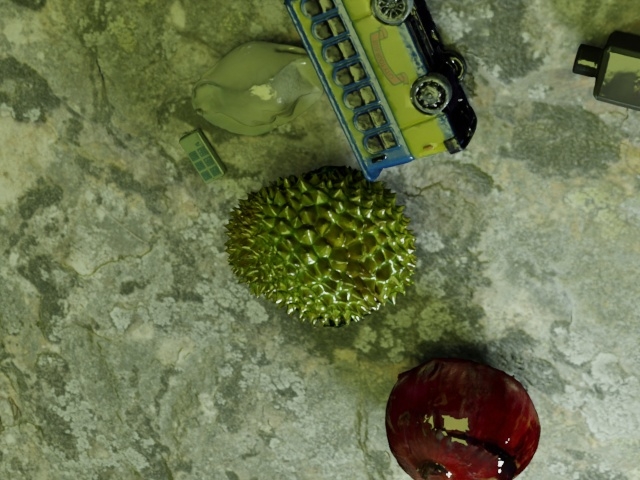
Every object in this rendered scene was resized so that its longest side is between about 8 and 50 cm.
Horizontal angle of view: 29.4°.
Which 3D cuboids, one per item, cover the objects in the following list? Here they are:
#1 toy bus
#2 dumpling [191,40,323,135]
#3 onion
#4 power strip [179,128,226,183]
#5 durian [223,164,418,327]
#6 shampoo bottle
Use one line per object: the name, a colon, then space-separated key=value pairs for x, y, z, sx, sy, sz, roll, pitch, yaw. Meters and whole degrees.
toy bus: x=0.089 y=-0.245 z=1.664 sx=0.175 sy=0.138 sz=0.287 roll=-17 pitch=109 yaw=25
dumpling: x=-0.082 y=-0.211 z=1.766 sx=0.181 sy=0.111 sz=0.155 roll=13 pitch=150 yaw=20
onion: x=0.212 y=0.294 z=1.867 sx=0.246 sy=0.190 sz=0.246 roll=17 pitch=137 yaw=16
power strip: x=-0.182 y=-0.130 z=1.883 sx=0.040 sy=0.016 sz=0.090 roll=-24 pitch=106 yaw=28
durian: x=0.000 y=-0.003 z=1.742 sx=0.291 sy=0.291 sz=0.224 roll=14 pitch=116 yaw=12
shampoo bottle: x=0.454 y=-0.209 z=1.591 sx=0.246 sy=0.079 sz=0.080 roll=16 pitch=119 yaw=11
